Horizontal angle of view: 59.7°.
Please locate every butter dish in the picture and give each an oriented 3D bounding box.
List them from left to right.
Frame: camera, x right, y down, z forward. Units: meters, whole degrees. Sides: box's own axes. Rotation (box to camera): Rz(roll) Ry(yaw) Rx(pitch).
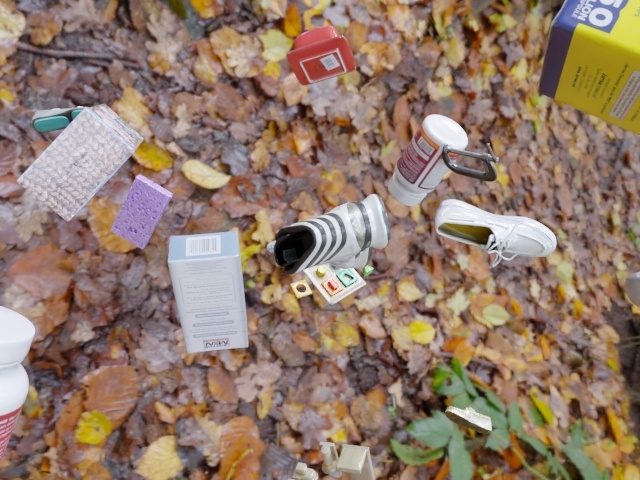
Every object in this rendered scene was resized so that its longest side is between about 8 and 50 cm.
[{"bbox_3d":[-0.002,-0.495,1.439,0.160,0.160,0.118,46,33,-68],"label":"butter dish"}]

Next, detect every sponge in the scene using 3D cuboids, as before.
[{"bbox_3d":[-0.547,-0.086,1.703,0.117,0.210,0.031,32,23,-5],"label":"sponge"}]

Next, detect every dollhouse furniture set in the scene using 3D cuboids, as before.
[{"bbox_3d":[0.020,0.515,1.139,0.151,0.144,0.123,-58,142,-54],"label":"dollhouse furniture set"}]

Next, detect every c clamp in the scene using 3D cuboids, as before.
[{"bbox_3d":[0.332,-0.182,1.244,0.022,0.161,0.137,-56,131,-13],"label":"c clamp"}]

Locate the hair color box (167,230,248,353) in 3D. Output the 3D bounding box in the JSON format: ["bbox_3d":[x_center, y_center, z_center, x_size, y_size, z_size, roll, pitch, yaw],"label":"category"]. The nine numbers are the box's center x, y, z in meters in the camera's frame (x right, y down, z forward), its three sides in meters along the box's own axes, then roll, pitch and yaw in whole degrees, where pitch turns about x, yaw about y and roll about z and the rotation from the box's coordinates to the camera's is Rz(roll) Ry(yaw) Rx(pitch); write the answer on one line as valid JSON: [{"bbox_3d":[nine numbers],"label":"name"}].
[{"bbox_3d":[-0.313,0.156,1.599,0.113,0.185,0.374,-103,-169,-50],"label":"hair color box"}]

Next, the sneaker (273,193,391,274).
[{"bbox_3d":[0.000,-0.001,1.418,0.257,0.447,0.169,-12,81,-9],"label":"sneaker"}]

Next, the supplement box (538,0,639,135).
[{"bbox_3d":[0.466,-0.218,0.631,0.194,0.356,0.195,-61,161,1],"label":"supplement box"}]

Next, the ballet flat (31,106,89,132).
[{"bbox_3d":[-0.700,-0.351,1.572,0.213,0.072,0.068,-7,47,-9],"label":"ballet flat"}]

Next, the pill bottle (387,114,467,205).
[{"bbox_3d":[0.263,-0.196,1.406,0.121,0.221,0.121,15,46,-16],"label":"pill bottle"}]

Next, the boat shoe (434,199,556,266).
[{"bbox_3d":[0.516,-0.005,1.664,0.367,0.136,0.156,20,45,5],"label":"boat shoe"}]

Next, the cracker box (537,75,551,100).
[{"bbox_3d":[0.654,-0.455,1.429,0.067,0.156,0.232,55,12,7],"label":"cracker box"}]

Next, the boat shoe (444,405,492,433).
[{"bbox_3d":[0.383,0.456,1.444,0.135,0.050,0.045,28,53,-12],"label":"boat shoe"}]

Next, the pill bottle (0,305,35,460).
[{"bbox_3d":[-0.669,0.323,0.987,0.229,0.229,0.407,21,94,-42],"label":"pill bottle"}]

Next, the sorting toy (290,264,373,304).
[{"bbox_3d":[0.050,0.127,2.094,0.348,0.047,0.196,-28,63,-31],"label":"sorting toy"}]

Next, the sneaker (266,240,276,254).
[{"bbox_3d":[-0.117,0.006,1.992,0.085,0.237,0.086,-19,98,-36],"label":"sneaker"}]

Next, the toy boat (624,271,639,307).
[{"bbox_3d":[0.567,0.126,0.863,0.318,0.148,0.267,50,34,-43],"label":"toy boat"}]

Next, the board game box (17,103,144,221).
[{"bbox_3d":[-0.585,-0.207,1.400,0.232,0.291,0.141,-46,110,2],"label":"board game box"}]
